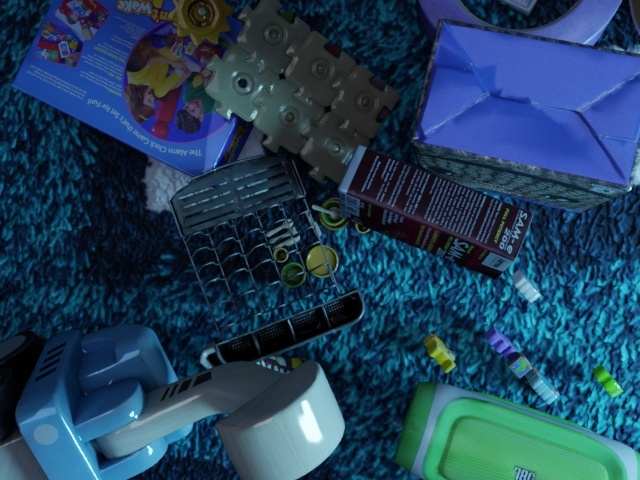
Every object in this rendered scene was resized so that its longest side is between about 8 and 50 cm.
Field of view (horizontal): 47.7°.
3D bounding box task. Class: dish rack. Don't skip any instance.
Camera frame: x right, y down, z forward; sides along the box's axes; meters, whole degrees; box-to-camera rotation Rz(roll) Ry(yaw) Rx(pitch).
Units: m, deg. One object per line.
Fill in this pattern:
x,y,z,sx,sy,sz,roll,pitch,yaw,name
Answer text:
-0.082,0.017,0.992,0.208,0.074,0.271,-20,86,-13,dish rack

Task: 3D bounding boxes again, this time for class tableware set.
0.000,0.000,1.054,0.154,0.024,0.104,-26,83,7,tableware set

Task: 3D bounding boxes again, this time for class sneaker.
-0.082,0.191,1.027,0.186,0.084,0.069,12,89,11,sneaker

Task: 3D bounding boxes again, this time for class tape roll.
0.264,-0.357,0.971,0.275,0.090,0.274,-1,87,10,tape roll

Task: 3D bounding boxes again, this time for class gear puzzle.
-0.066,-0.227,1.003,0.339,0.044,0.175,33,89,-18,gear puzzle

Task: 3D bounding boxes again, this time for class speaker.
0.251,0.277,0.914,0.297,0.131,0.131,17,90,9,speaker

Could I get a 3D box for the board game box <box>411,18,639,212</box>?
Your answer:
0.244,-0.137,0.883,0.232,0.291,0.141,14,90,11,board game box

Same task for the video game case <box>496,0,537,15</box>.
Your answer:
0.267,-0.450,1.032,0.184,0.023,0.201,30,93,10,video game case

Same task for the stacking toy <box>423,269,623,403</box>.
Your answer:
0.274,0.170,0.983,0.167,0.052,0.221,-42,88,15,stacking toy

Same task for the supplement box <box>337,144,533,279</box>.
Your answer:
0.146,-0.034,0.966,0.240,0.130,0.073,22,78,8,supplement box

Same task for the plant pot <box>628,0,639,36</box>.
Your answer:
0.555,-0.337,0.876,0.191,0.284,0.283,0,86,-25,plant pot

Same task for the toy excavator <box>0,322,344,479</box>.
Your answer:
-0.224,0.209,0.904,0.446,0.433,0.222,-25,107,-5,toy excavator

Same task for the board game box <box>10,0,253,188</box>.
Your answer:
-0.255,-0.256,1.085,0.347,0.078,0.233,27,91,10,board game box
